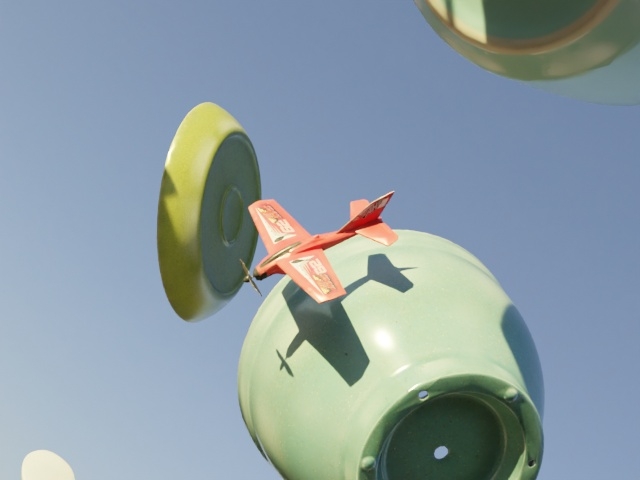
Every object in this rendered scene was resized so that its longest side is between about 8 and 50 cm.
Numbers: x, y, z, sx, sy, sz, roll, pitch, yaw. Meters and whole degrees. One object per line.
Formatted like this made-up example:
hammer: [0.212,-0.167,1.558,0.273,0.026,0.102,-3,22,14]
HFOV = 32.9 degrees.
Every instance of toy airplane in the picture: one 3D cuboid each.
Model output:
toy airplane: [0.000,0.000,0.934,0.151,0.151,0.028,24,-33,35]

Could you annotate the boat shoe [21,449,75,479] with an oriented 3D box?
boat shoe: [-0.245,0.258,1.015,0.142,0.049,0.040,49,-48,38]

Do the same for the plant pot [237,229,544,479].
plant pot: [0.086,0.160,1.000,0.293,0.293,0.196,59,-4,-25]

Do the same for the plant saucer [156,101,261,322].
plant saucer: [-0.111,-0.029,1.180,0.037,0.241,0.241,4,-42,17]

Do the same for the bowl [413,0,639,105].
bowl: [0.174,-0.232,0.761,0.311,0.163,0.311,16,-63,34]
